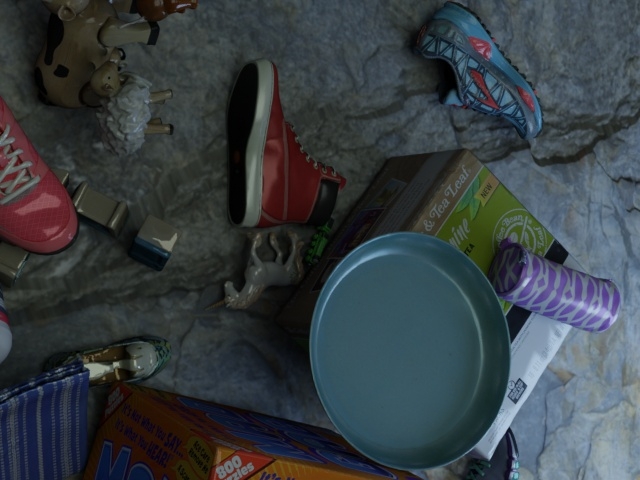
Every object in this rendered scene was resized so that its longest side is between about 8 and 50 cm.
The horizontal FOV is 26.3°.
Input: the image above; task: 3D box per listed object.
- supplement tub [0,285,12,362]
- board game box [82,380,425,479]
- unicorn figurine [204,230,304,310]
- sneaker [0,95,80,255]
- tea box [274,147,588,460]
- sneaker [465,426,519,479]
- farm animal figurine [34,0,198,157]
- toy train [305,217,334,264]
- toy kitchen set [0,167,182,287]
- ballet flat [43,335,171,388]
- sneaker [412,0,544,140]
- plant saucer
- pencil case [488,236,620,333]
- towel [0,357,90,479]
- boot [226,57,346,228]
[{"bbox_3d":[-0.477,0.028,1.597,0.191,0.191,0.272,-6,68,-29],"label":"supplement tub"},{"bbox_3d":[-0.102,0.423,1.770,0.356,0.356,0.356,18,89,-29],"label":"board game box"},{"bbox_3d":[-0.084,0.043,1.977,0.162,0.060,0.111,-1,90,-29],"label":"unicorn figurine"},{"bbox_3d":[-0.419,-0.112,1.708,0.116,0.136,0.314,-37,88,-14],"label":"sneaker"},{"bbox_3d":[0.173,0.092,2.028,0.323,0.220,0.329,42,70,-21],"label":"tea box"},{"bbox_3d":[0.251,0.391,2.151,0.098,0.083,0.223,3,89,-24],"label":"sneaker"},{"bbox_3d":[-0.311,-0.309,1.771,0.172,0.330,0.326,-7,121,-31],"label":"farm animal figurine"},{"bbox_3d":[0.000,0.000,2.037,0.017,0.024,0.083,39,59,-37],"label":"toy train"},{"bbox_3d":[-0.319,0.021,1.838,0.207,0.122,0.166,28,76,-5],"label":"toy kitchen set"},{"bbox_3d":[-0.280,0.172,1.866,0.188,0.070,0.070,-12,96,-29],"label":"ballet flat"},{"bbox_3d":[0.242,-0.245,2.156,0.125,0.104,0.262,-43,106,-4],"label":"sneaker"},{"bbox_3d":[0.115,0.147,1.831,0.318,0.044,0.317,5,81,-29],"label":"plant saucer"},{"bbox_3d":[0.332,0.066,1.948,0.206,0.086,0.088,23,51,-29],"label":"pencil case"},{"bbox_3d":[-0.438,0.287,1.707,0.336,0.040,0.243,-22,145,-27],"label":"towel"},{"bbox_3d":[-0.042,-0.140,1.991,0.176,0.088,0.244,-2,99,-29],"label":"boot"}]
